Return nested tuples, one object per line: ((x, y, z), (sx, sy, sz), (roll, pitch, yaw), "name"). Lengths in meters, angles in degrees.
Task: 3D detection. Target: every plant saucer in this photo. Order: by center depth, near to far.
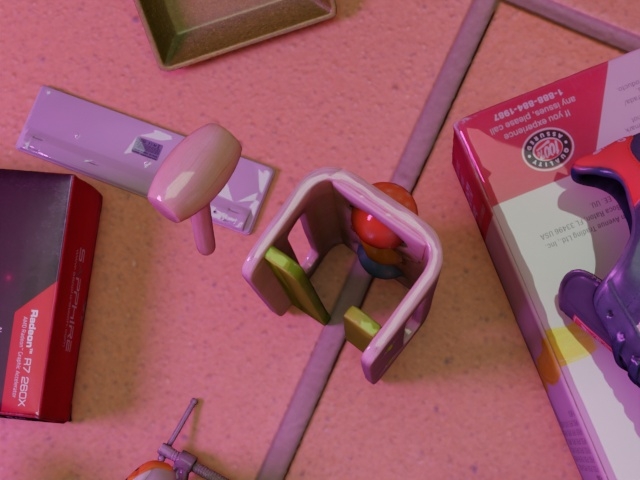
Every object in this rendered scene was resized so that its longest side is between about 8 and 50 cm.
((-0.100, -0.283, 1.125), (0.188, 0.045, 0.188), (-18, 115, -1), "plant saucer")

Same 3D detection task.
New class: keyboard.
((-0.175, -0.082, 1.144), (0.256, 0.014, 0.072), (20, 76, 7), "keyboard")

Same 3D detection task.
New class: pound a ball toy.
((0.000, 0.000, 0.959), (0.208, 0.319, 0.136), (35, 83, 10), "pound a ball toy")

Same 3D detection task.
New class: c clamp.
((-0.092, 0.243, 1.059), (0.161, 0.022, 0.137), (34, 70, 6), "c clamp")

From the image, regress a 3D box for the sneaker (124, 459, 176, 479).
((-0.164, 0.322, 0.995), (0.121, 0.099, 0.262), (22, 88, 0), "sneaker")

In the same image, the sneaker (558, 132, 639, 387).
((0.260, 0.085, 0.870), (0.148, 0.131, 0.350), (-6, 73, 11), "sneaker")

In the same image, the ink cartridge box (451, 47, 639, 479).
((0.313, 0.036, 1.013), (0.279, 0.160, 0.384), (-21, 79, 0), "ink cartridge box")

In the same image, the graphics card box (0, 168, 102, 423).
((-0.411, 0.041, 1.092), (0.371, 0.094, 0.233), (6, 80, 5), "graphics card box")
